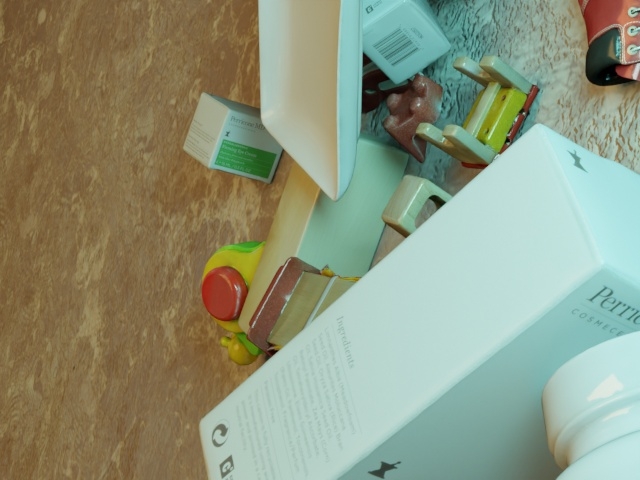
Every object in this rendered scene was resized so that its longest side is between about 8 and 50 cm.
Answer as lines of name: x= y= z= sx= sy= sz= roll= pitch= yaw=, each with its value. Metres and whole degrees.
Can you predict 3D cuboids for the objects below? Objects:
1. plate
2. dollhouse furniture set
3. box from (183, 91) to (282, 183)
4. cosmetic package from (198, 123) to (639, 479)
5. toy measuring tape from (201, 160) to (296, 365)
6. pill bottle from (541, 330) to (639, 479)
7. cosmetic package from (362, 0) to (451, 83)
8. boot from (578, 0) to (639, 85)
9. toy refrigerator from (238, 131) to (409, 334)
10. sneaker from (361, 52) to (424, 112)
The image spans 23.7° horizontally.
plate: x=-0.009 y=-0.217 z=1.691 sx=0.278 sy=0.045 sz=0.277 roll=-130 pitch=37 yaw=-59
dollhouse furniture set: x=0.100 y=-0.004 z=1.640 sx=0.374 sy=0.152 sz=0.201 roll=-61 pitch=27 yaw=-9
box: x=-0.114 y=-0.139 z=2.076 sx=0.102 sy=0.101 sz=0.087 roll=35 pitch=108 yaw=58
cosmetic package: x=0.126 y=0.129 z=1.331 sx=0.453 sy=0.230 sz=0.161 roll=-43 pitch=42 yaw=28
toy measuring tape: x=-0.082 y=0.001 z=1.905 sx=0.121 sy=0.121 sz=0.330 roll=-134 pitch=50 yaw=-57
pill bottle: x=0.279 y=0.275 z=1.078 sx=0.229 sy=0.229 sz=0.407 roll=-46 pitch=41 yaw=42
cosmetic package: x=0.055 y=-0.301 z=1.746 sx=0.085 sy=0.117 sz=0.231 roll=-32 pitch=53 yaw=15
boot: x=0.318 y=-0.244 z=1.390 sx=0.244 sy=0.088 sz=0.176 roll=137 pitch=138 yaw=-56
toy refrigerator: x=0.000 y=0.000 z=1.816 sx=0.094 sy=0.102 sz=0.269 roll=37 pitch=110 yaw=59
sneaker: x=0.058 y=-0.233 z=1.859 sx=0.221 sy=0.087 sz=0.128 roll=-3 pitch=66 yaw=47
